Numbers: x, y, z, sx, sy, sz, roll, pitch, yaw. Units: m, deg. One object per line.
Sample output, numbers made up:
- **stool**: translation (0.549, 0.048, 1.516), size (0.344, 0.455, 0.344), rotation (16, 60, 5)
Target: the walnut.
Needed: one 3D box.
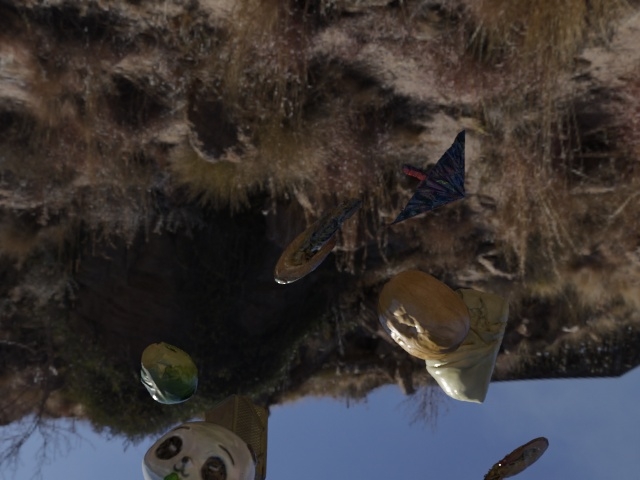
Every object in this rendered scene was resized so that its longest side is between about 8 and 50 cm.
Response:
- **walnut**: translation (0.240, 0.175, 1.286), size (0.225, 0.193, 0.193), rotation (40, -169, 9)

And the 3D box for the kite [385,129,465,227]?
- **kite**: translation (0.217, -0.105, 1.040), size (0.189, 0.232, 0.009), rotation (19, -158, -38)

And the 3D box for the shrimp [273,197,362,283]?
- **shrimp**: translation (0.001, 0.002, 1.143), size (0.052, 0.251, 0.143), rotation (43, 179, -28)

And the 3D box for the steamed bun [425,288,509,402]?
- **steamed bun**: translation (0.381, 0.272, 1.477), size (0.203, 0.289, 0.276), rotation (15, 174, 20)

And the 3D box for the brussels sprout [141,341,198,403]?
- **brussels sprout**: translation (-0.419, 0.370, 1.514), size (0.143, 0.181, 0.161), rotation (-33, -129, -17)

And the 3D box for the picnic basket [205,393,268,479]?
- **picnic basket**: translation (-0.267, 0.626, 1.680), size (0.139, 0.267, 0.165), rotation (35, 123, -31)

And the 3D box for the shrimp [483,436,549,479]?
- **shrimp**: translation (0.549, 0.622, 1.534), size (0.236, 0.133, 0.053), rotation (-22, -126, -14)

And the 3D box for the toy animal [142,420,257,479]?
- **toy animal**: translation (-0.238, 0.468, 0.984), size (0.212, 0.267, 0.212), rotation (17, 175, 1)
